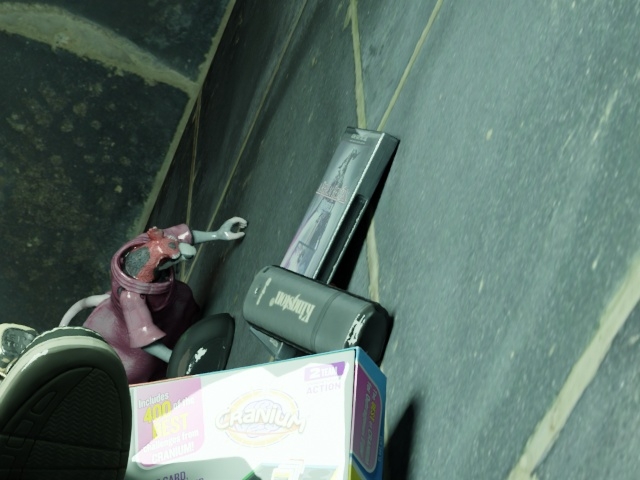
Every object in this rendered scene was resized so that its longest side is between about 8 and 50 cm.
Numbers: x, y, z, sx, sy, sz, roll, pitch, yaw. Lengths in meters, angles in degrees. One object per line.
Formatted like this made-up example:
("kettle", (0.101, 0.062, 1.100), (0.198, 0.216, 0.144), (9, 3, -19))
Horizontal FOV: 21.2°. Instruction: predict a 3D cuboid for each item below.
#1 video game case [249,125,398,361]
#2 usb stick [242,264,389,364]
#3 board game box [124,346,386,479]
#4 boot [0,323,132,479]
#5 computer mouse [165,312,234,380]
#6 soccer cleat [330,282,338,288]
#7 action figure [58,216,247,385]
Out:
("video game case", (0.000, 0.000, 1.946), (0.274, 0.026, 0.196), (-65, 12, 1))
("usb stick", (-0.009, 0.079, 1.763), (0.278, 0.045, 0.077), (18, 90, 64))
("board game box", (-0.069, 0.259, 1.455), (0.242, 0.064, 0.317), (-11, 55, 24))
("boot", (-0.274, 0.175, 1.565), (0.284, 0.138, 0.377), (-112, 30, -52))
("computer mouse", (-0.196, 0.227, 2.456), (0.188, 0.072, 0.272), (172, 115, -78))
("soccer cleat", (-0.001, 0.087, 1.902), (0.035, 0.029, 0.083), (124, 165, -81))
("action figure", (-0.274, 0.071, 2.618), (0.370, 0.275, 0.248), (101, -174, -58))
